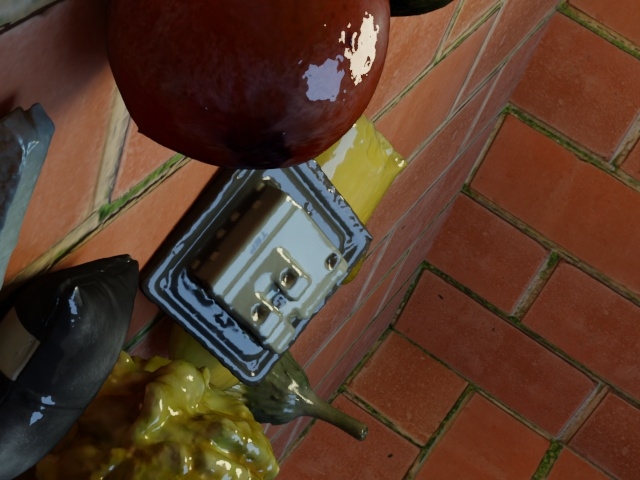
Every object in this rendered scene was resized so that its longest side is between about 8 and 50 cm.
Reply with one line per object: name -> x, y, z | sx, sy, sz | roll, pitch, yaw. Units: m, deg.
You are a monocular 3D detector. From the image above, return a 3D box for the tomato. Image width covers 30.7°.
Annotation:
tomato -> -0.055, -0.145, 0.861 | 0.208, 0.208, 0.184 | 21, 84, -79

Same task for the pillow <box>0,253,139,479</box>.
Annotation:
pillow -> -0.257, 0.127, 1.050 | 0.250, 0.106, 0.186 | -56, 177, 10

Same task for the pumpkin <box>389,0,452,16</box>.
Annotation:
pumpkin -> 0.105, -0.329, 0.986 | 0.320, 0.192, 0.320 | -47, -172, 9

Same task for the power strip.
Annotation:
power strip -> -0.056, 0.029, 1.387 | 0.257, 0.092, 0.251 | -51, 127, -10

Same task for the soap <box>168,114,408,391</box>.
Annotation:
soap -> -0.055, 0.022, 1.565 | 0.427, 0.115, 0.306 | -55, 164, -3

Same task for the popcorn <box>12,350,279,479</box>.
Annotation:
popcorn -> -0.186, 0.256, 1.289 | 0.282, 0.282, 0.247 | -55, 140, -7

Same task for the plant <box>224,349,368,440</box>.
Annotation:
plant -> -0.073, 0.217, 1.912 | 0.261, 0.297, 0.306 | -91, -176, -51

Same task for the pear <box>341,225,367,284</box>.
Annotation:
pear -> 0.000, 0.000, 1.762 | 0.141, 0.104, 0.141 | -24, -117, 61

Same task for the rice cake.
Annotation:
rice cake -> -0.251, 0.003, 0.880 | 0.245, 0.042, 0.045 | -62, 179, 34
